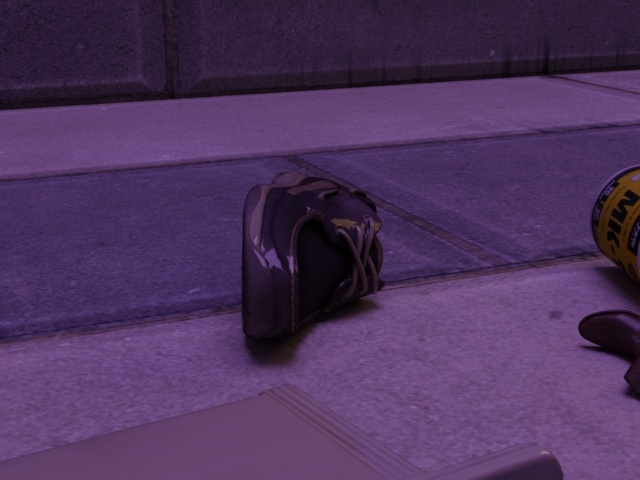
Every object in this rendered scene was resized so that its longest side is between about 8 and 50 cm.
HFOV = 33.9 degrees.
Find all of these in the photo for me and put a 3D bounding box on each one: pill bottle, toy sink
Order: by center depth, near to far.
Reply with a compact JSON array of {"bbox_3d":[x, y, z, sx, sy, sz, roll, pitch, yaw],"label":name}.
[{"bbox_3d":[-0.026,0.162,0.461,0.234,0.152,0.131,-11,19,-30],"label":"toy sink"},{"bbox_3d":[0.362,-0.001,1.064,0.119,0.119,0.208,-2,16,-5],"label":"pill bottle"}]

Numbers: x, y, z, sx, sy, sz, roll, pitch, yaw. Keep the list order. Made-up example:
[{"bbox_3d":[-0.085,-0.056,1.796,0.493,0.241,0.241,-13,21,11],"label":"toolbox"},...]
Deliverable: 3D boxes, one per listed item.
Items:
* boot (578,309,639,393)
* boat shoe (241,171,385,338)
[{"bbox_3d":[0.263,0.099,0.885,0.107,0.037,0.114,5,22,22],"label":"boot"},{"bbox_3d":[0.000,0.000,1.045,0.130,0.132,0.355,2,18,6],"label":"boat shoe"}]
